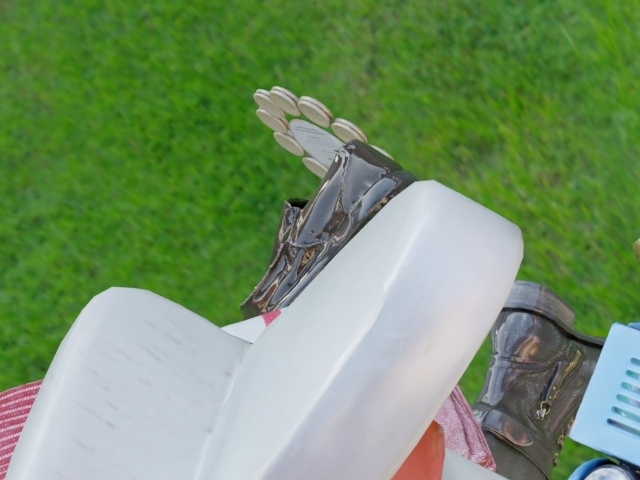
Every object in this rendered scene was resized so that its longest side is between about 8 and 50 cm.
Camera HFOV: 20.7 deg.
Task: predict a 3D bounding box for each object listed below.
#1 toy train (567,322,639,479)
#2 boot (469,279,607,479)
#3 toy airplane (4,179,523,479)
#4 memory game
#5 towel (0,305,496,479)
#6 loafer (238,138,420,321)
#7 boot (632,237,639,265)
[{"bbox_3d":[0.173,0.101,0.745,0.080,0.184,0.105,23,91,43],"label":"toy train"},{"bbox_3d":[0.210,0.185,1.656,0.091,0.263,0.229,-9,55,45],"label":"boot"},{"bbox_3d":[-0.027,0.178,0.304,0.272,0.386,0.384,44,90,2],"label":"toy airplane"},{"bbox_3d":[0.013,-0.087,1.665,0.186,0.186,0.012,28,74,30],"label":"memory game"},{"bbox_3d":[-0.079,0.123,1.048,0.329,0.037,0.237,-17,30,-5],"label":"towel"},{"bbox_3d":[0.000,0.000,1.420,0.220,0.080,0.078,-49,63,33],"label":"loafer"},{"bbox_3d":[0.395,0.007,1.514,0.203,0.262,0.095,-38,54,12],"label":"boot"}]
